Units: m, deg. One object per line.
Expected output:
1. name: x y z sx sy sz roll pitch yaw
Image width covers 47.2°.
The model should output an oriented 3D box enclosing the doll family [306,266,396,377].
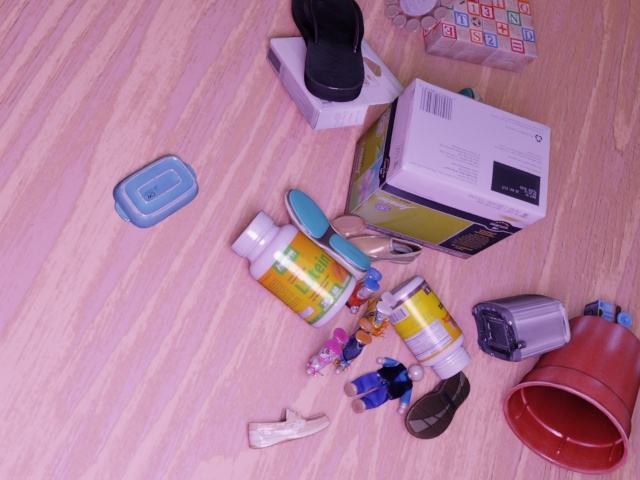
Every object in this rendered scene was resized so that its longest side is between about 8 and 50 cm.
1. doll family: 0.076 0.194 1.498 0.118 0.163 0.263 34 57 1

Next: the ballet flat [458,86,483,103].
1. ballet flat: 0.384 -0.271 1.836 0.077 0.091 0.241 21 68 -41

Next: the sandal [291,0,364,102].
1. sandal: 0.032 -0.484 1.650 0.167 0.107 0.446 1 48 -11

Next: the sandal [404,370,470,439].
1. sandal: 0.247 0.353 1.582 0.219 0.060 0.090 -38 97 -43

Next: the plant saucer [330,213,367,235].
1. plant saucer: 0.060 -0.037 1.611 0.083 0.083 0.015 9 59 -21

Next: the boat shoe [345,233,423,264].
1. boat shoe: 0.139 0.013 1.634 0.189 0.072 0.068 1 73 -23

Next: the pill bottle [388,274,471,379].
1. pill bottle: 0.231 0.191 1.590 0.117 0.117 0.215 -35 90 -29

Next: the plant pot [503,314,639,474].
1. plant pot: 0.589 0.326 1.637 0.272 0.272 0.265 46 53 -4

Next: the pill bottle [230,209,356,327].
1. pill bottle: -0.059 0.054 1.496 0.245 0.136 0.136 40 62 -7

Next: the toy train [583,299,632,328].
1. toy train: 0.703 0.240 1.810 0.105 0.080 0.184 16 69 -9

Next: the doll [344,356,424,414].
1. doll: 0.145 0.309 1.553 0.188 0.046 0.129 -16 71 -34

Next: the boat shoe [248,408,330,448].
1. boat shoe: -0.061 0.359 1.435 0.169 0.063 0.059 -10 83 -26

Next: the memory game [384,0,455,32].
1. memory game: 0.251 -0.611 1.865 0.186 0.012 0.186 -5 73 17

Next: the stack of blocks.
1. stack of blocks: 0.419 -0.564 1.943 0.297 0.087 0.171 5 71 -22

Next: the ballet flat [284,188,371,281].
1. ballet flat: 0.000 0.000 1.573 0.248 0.086 0.086 46 61 -1

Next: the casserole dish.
1. casserole dish: -0.329 -0.105 1.487 0.188 0.037 0.114 -37 89 -28

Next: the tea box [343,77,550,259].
1. tea box: 0.266 -0.139 1.592 0.328 0.323 0.220 17 67 -16

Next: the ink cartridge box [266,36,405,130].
1. ink cartridge box: 0.038 -0.367 1.661 0.238 0.060 0.275 -11 51 -26

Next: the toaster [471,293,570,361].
1. toaster: 0.445 0.188 1.618 0.146 0.227 0.129 -13 92 -13
